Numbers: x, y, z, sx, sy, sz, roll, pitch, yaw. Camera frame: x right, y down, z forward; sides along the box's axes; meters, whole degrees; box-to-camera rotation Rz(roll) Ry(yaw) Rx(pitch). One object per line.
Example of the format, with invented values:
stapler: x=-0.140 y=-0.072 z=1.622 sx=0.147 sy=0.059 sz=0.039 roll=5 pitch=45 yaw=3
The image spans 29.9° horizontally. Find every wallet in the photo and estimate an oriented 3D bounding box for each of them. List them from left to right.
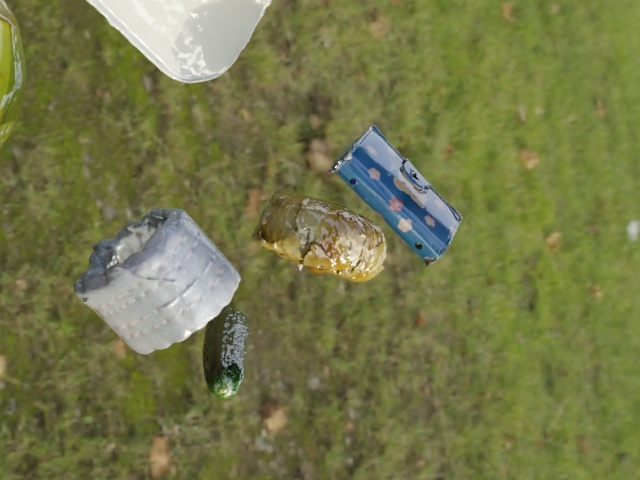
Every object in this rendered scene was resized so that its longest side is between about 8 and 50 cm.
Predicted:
wallet: x=0.112 y=-0.069 z=1.732 sx=0.202 sy=0.059 sz=0.141 roll=44 pitch=28 yaw=-4

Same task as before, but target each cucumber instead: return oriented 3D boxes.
cucumber: x=-0.152 y=0.178 z=1.900 sx=0.241 sy=0.074 sz=0.074 roll=-94 pitch=164 yaw=-71

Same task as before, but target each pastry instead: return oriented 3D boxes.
pastry: x=0.001 y=-0.005 z=1.305 sx=0.153 sy=0.153 sz=0.081 roll=34 pitch=79 yaw=-56

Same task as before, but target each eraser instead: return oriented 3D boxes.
eraser: x=-0.175 y=-0.351 z=1.231 sx=0.331 sy=0.331 sz=0.150 roll=48 pitch=16 yaw=-47

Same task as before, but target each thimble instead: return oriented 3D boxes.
thimble: x=-0.177 y=0.040 z=1.298 sx=0.118 sy=0.151 sz=0.127 roll=51 pitch=27 yaw=-22

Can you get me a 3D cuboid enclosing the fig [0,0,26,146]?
fig: x=-0.419 y=-0.166 z=1.297 sx=0.207 sy=0.230 sz=0.207 roll=14 pitch=71 yaw=-46
